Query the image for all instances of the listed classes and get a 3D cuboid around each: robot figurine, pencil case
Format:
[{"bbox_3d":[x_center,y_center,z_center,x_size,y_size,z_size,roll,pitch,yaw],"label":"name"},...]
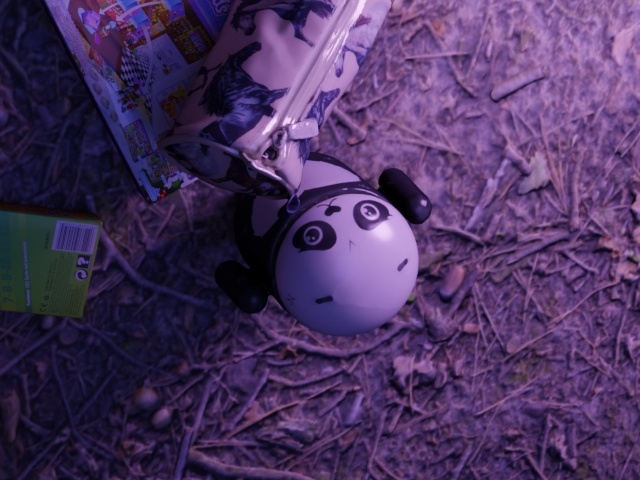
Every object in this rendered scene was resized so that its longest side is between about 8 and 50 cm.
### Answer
[{"bbox_3d":[0.001,-0.003,1.733,0.173,0.278,0.209,21,102,-27],"label":"robot figurine"},{"bbox_3d":[-0.010,-0.236,1.636,0.160,0.183,0.410,37,76,-40],"label":"pencil case"}]

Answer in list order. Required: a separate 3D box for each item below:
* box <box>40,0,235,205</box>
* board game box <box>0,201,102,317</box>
[{"bbox_3d":[-0.172,-0.211,1.704,0.201,0.057,0.293,-29,119,-9],"label":"box"},{"bbox_3d":[-0.387,0.016,1.722,0.259,0.039,0.124,7,107,-27],"label":"board game box"}]
